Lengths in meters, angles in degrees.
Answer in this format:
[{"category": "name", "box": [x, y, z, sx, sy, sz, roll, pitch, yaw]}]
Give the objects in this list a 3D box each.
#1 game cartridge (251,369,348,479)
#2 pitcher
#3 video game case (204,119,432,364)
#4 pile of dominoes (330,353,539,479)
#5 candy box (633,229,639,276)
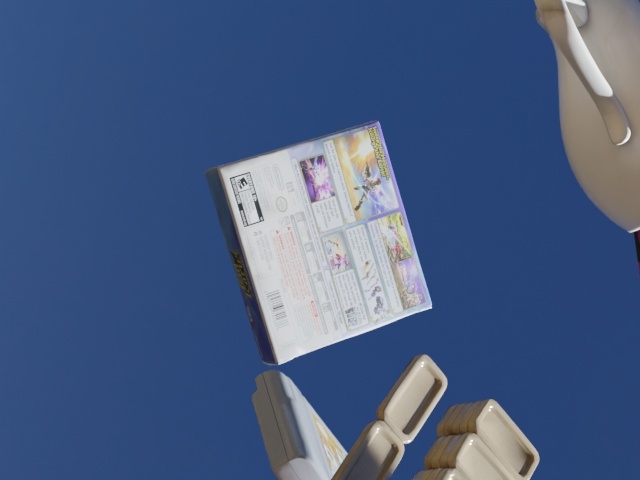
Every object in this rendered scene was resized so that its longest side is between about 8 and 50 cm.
[{"category": "game cartridge", "box": [0.017, 0.316, 1.554, 0.062, 0.297, 0.198, -33, -146, 2]}, {"category": "pitcher", "box": [0.234, -0.113, 0.979, 0.125, 0.178, 0.207, -25, -95, 31]}, {"category": "video game case", "box": [0.000, 0.000, 1.662, 0.061, 0.244, 0.269, -7, -80, 66]}, {"category": "pile of dominoes", "box": [0.060, 0.212, 0.757, 0.040, 0.196, 0.251, -21, -156, 51]}, {"category": "candy box", "box": [0.426, -0.057, 1.421, 0.071, 0.233, 0.159, -5, -80, 35]}]
